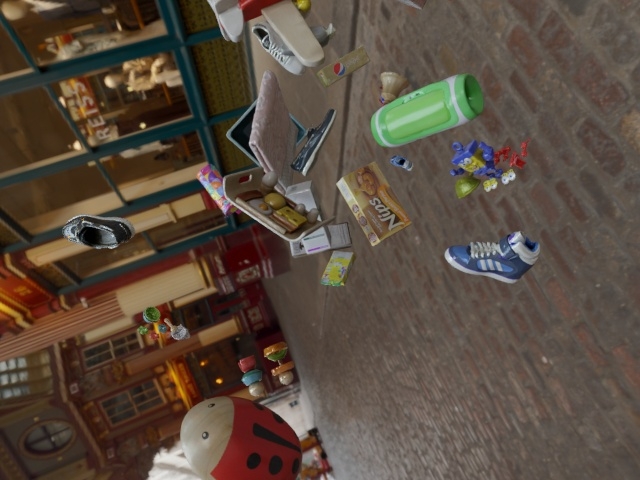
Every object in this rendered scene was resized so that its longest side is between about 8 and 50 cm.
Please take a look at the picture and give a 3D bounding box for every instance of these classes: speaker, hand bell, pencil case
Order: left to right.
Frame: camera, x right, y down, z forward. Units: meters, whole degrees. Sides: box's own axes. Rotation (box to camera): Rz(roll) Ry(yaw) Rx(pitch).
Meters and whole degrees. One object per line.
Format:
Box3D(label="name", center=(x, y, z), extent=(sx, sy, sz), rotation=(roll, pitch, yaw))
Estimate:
Box3D(label="pencil case", center=(-0.429, -0.212, 2.008), extent=(0.236, 0.104, 0.104), rotation=(52, 165, 10))
Box3D(label="hand bell", center=(0.265, -0.547, 1.920), extent=(0.126, 0.126, 0.242), rotation=(177, 113, -77))
Box3D(label="speaker", center=(0.285, -0.350, 1.293), extent=(0.296, 0.131, 0.131), rotation=(-11, 101, 44))

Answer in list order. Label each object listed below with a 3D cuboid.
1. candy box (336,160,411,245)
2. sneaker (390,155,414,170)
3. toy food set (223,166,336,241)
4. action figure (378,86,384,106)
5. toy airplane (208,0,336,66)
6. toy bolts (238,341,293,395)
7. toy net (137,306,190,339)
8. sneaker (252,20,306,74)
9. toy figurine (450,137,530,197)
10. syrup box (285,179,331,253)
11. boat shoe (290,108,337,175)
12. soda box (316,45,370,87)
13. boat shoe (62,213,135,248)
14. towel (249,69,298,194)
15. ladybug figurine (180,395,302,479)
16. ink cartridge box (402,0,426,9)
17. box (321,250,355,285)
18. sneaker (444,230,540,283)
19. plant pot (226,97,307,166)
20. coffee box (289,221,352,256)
Box3D(label="candy box", center=(0.229, -0.159, 2.015), extent=(0.317, 0.182, 0.087), rotation=(60, 158, 3))
Box3D(label="sneaker", center=(0.380, -0.378, 2.240), extent=(0.144, 0.059, 0.053), rotation=(32, 102, 49))
Box3D(label="toy food set", center=(-0.120, -0.122, 1.442), extent=(0.306, 0.219, 0.092), rotation=(33, 117, 13))
Box3D(label="action figure", center=(0.289, -0.644, 2.152), extent=(0.038, 0.030, 0.115), rotation=(22, 141, 38))
Box3D(label="toy airplane", center=(-0.118, -0.677, 1.300), extent=(0.272, 0.384, 0.387), rotation=(10, -88, -71))
Box3D(label="toy bolts", center=(-0.213, 0.533, 1.931), extent=(0.218, 0.228, 0.159), rotation=(115, 134, -68))
Box3D(label="toy net", center=(-0.634, 0.364, 1.947), extent=(0.232, 0.045, 0.122), rotation=(31, -148, -32))
Box3D(label="sneaker", center=(-0.150, -0.685, 1.695), extent=(0.235, 0.095, 0.090), rotation=(45, 124, -3))
Box3D(label="toy figurine", center=(0.583, -0.316, 1.793), extent=(0.217, 0.191, 0.362), rotation=(31, 161, -12))
Box3D(label="syrup box", center=(-0.039, -0.080, 1.652), extent=(0.093, 0.096, 0.237), rotation=(-83, -23, -63))
Box3D(label="boat shoe", center=(-0.022, -0.354, 1.656), extent=(0.079, 0.255, 0.095), rotation=(30, -164, 5))
Box3D(label="soda box", center=(0.082, -0.608, 1.648), extent=(0.061, 0.181, 0.058), rotation=(59, 168, -14))
Box3D(label="boat shoe", center=(-0.798, -0.028, 1.642), extent=(0.091, 0.302, 0.115), rotation=(-58, -42, -55))
Box3D(label="towel", center=(-0.157, -0.379, 1.690), extent=(0.317, 0.053, 0.332), rotation=(61, -151, -56))
Box3D(label="ladybug figurine", center=(-0.215, 0.635, 1.466), extent=(0.449, 0.162, 0.305), rotation=(35, -150, -30))
Box3D(label="ink cartridge box", center=(0.248, -0.821, 1.497), extent=(0.060, 0.275, 0.239), rotation=(-61, 41, 22))
Box3D(label="box", center=(0.078, 0.130, 2.072), extent=(0.105, 0.179, 0.043), rotation=(4, 139, 31))
Box3D(label="sneaker", center=(0.675, 0.028, 1.817), extent=(0.130, 0.322, 0.236), rotation=(-70, -2, -47))
Box3D(label="plant pot", center=(-0.238, -0.465, 2.024), extent=(0.248, 0.247, 0.252), rotation=(42, -177, -20))
Box3D(label="coffee box", center=(0.000, 0.000, 1.932), extent=(0.141, 0.246, 0.098), rotation=(93, 167, -85))
